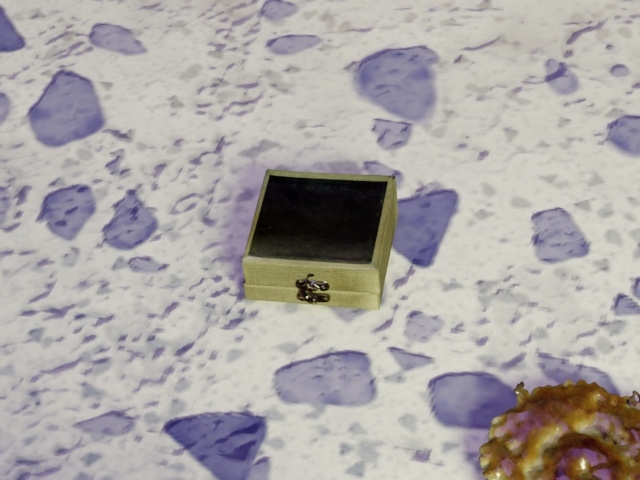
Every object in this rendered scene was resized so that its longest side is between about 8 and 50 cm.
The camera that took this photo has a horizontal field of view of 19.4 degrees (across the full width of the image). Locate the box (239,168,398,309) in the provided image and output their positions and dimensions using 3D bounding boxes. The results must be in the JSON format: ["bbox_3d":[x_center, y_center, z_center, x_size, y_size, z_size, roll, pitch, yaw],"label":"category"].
[{"bbox_3d":[0.000,0.000,1.069,0.079,0.035,0.083,3,45,9],"label":"box"}]

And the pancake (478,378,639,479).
[{"bbox_3d":[0.176,0.151,0.885,0.212,0.056,0.257,3,46,8],"label":"pancake"}]
